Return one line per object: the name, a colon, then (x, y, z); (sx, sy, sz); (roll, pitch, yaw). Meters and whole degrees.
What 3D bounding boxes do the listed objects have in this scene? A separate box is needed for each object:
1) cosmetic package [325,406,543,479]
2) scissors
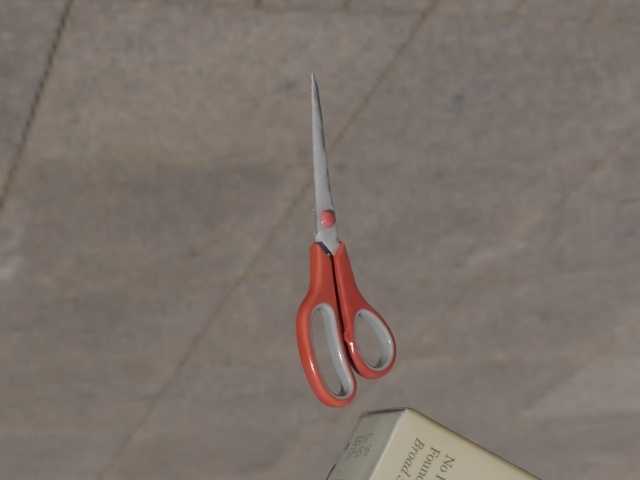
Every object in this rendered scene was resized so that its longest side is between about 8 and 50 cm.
cosmetic package: (0.132, 0.232, 0.959); (0.309, 0.160, 0.113); (28, 168, -7)
scissors: (0.000, 0.000, 1.560); (0.109, 0.297, 0.021); (-18, -175, -39)
